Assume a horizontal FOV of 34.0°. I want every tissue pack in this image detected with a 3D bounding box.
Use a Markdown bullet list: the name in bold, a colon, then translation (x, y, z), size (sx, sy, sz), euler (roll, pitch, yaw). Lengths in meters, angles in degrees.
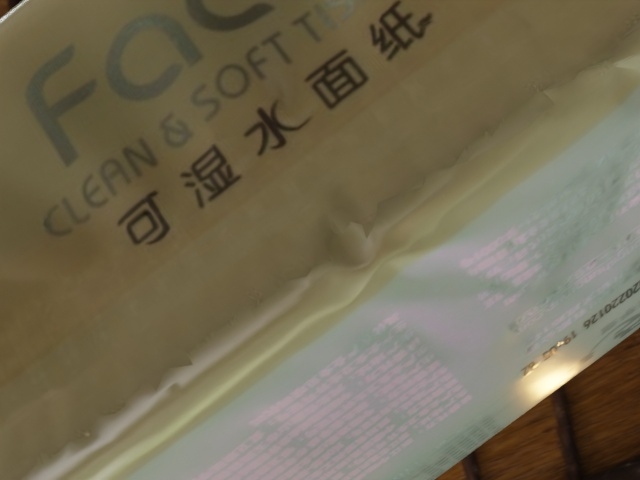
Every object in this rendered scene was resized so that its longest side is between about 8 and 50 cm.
- **tissue pack**: translation (0.000, 0.000, 0.496), size (0.405, 0.332, 0.205), euler (-38, -114, 3)
